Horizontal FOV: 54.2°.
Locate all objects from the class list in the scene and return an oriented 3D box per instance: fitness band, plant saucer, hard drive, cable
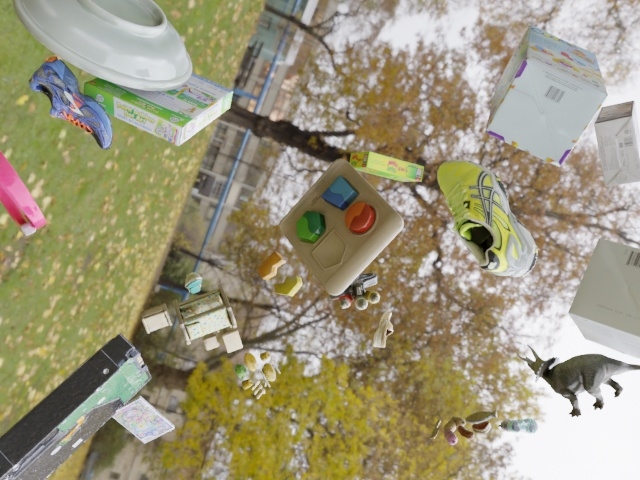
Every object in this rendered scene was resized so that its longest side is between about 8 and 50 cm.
[{"bbox_3d":[-0.685,-0.115,1.366,0.054,0.209,0.291,-35,-156,-23],"label":"fitness band"},{"bbox_3d":[-0.458,-0.492,1.389,0.100,0.400,0.400,-53,-158,31],"label":"plant saucer"},{"bbox_3d":[-0.479,0.339,1.187,0.339,0.064,0.237,-44,168,-22],"label":"hard drive"},{"bbox_3d":[0.102,0.149,1.794,0.287,0.139,0.072,-25,105,-82],"label":"cable"}]

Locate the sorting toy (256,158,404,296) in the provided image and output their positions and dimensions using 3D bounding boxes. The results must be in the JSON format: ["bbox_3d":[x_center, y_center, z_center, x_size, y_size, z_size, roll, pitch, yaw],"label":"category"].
[{"bbox_3d":[0.000,0.000,1.293,0.307,0.041,0.229,-47,-126,10],"label":"sorting toy"}]

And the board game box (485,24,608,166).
[{"bbox_3d":[0.402,-0.269,1.127,0.142,0.144,0.275,-66,175,34],"label":"board game box"}]

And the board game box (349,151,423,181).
[{"bbox_3d":[0.178,-0.198,1.692,0.092,0.181,0.043,9,-92,61],"label":"board game box"}]

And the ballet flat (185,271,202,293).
[{"bbox_3d":[-0.413,0.129,2.007,0.052,0.057,0.168,66,-19,12],"label":"ballet flat"}]

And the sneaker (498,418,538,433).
[{"bbox_3d":[0.494,0.467,1.580,0.069,0.098,0.038,-21,-121,59],"label":"sneaker"}]

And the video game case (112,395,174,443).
[{"bbox_3d":[-0.403,0.407,1.414,0.087,0.122,0.011,-29,-149,13],"label":"video game case"}]

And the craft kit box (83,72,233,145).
[{"bbox_3d":[-0.369,-0.336,1.456,0.247,0.249,0.061,-54,167,-54],"label":"craft kit box"}]

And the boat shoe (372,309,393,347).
[{"bbox_3d":[0.249,0.343,2.397,0.063,0.059,0.170,83,27,-48],"label":"boat shoe"}]

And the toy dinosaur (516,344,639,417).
[{"bbox_3d":[0.671,0.349,1.595,0.313,0.160,0.121,-18,-159,40],"label":"toy dinosaur"}]

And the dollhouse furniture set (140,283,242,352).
[{"bbox_3d":[-0.270,0.211,1.349,0.101,0.181,0.161,-126,-160,-53],"label":"dollhouse furniture set"}]

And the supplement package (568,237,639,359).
[{"bbox_3d":[0.740,0.152,1.481,0.199,0.262,0.198,20,-100,36],"label":"supplement package"}]

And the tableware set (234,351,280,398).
[{"bbox_3d":[-0.158,0.319,1.534,0.024,0.104,0.154,-29,-176,23],"label":"tableware set"}]

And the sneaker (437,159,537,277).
[{"bbox_3d":[0.396,-0.075,1.585,0.145,0.147,0.385,-60,-138,35],"label":"sneaker"}]

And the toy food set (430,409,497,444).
[{"bbox_3d":[0.271,0.356,1.175,0.122,0.019,0.078,-18,-167,32],"label":"toy food set"}]

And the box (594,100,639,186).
[{"bbox_3d":[0.778,-0.256,1.618,0.087,0.169,0.290,-9,-165,30],"label":"box"}]

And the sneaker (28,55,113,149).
[{"bbox_3d":[-0.527,-0.277,1.326,0.087,0.221,0.083,-44,-172,-26],"label":"sneaker"}]
